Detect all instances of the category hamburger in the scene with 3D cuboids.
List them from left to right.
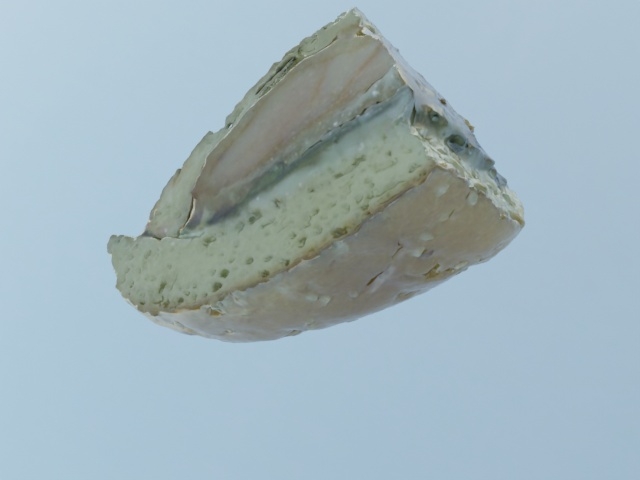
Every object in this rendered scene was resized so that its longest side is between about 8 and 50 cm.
[{"bbox_3d":[0.000,0.000,0.779,0.208,0.155,0.135,-38,-136,7],"label":"hamburger"}]
